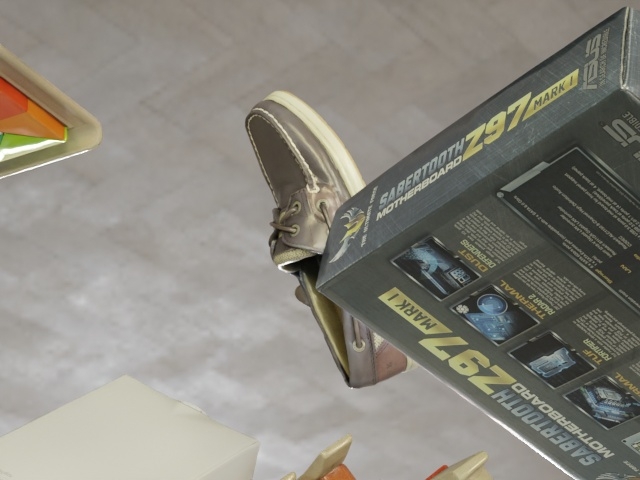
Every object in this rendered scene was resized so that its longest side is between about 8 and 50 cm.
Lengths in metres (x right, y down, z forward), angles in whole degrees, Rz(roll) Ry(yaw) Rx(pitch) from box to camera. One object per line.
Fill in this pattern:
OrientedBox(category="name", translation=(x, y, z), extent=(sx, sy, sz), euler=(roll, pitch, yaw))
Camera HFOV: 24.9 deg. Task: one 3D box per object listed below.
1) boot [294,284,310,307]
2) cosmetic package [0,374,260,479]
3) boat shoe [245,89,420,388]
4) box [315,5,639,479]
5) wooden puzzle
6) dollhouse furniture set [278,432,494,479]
OrientedBox(category="boot", translation=(0.020, 0.100, 1.711), extent=(0.106, 0.037, 0.114), euler=(20, 150, 11))
OrientedBox(category="cosmetic package", translation=(-0.266, 0.309, 1.638), extent=(0.385, 0.217, 0.156), euler=(-21, 129, -55))
OrientedBox(category="boat shoe", translation=(0.000, 0.000, 1.308), extent=(0.092, 0.285, 0.103), euler=(-26, 175, -25))
OrientedBox(category="box", translation=(0.143, 0.028, 0.644), extent=(0.233, 0.059, 0.183), euler=(37, 132, -20))
OrientedBox(category="wooden puzzle", translation=(-0.396, -0.137, 1.629), extent=(0.221, 0.044, 0.238), euler=(-15, 149, 20))
OrientedBox(category="dollhouse furniture set", translation=(0.072, 0.316, 1.376), extent=(0.259, 0.262, 0.135), euler=(-29, 167, -39))
